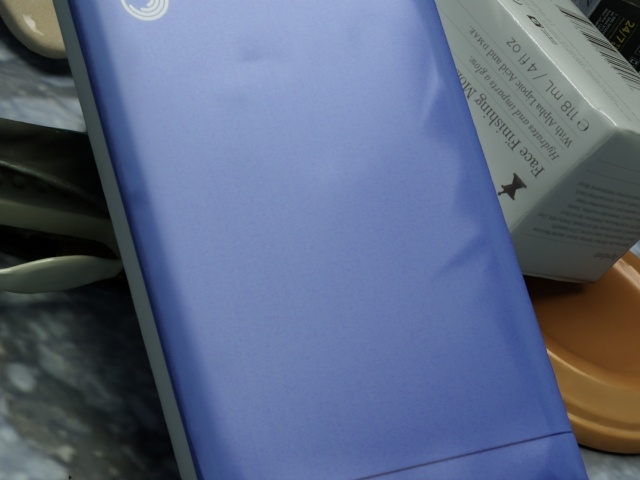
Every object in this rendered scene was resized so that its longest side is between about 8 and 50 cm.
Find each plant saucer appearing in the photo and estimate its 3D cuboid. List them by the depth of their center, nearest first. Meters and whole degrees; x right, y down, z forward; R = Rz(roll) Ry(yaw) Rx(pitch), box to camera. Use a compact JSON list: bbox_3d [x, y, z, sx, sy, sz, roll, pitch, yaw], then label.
[{"bbox_3d":[0.163,0.048,1.193,0.200,0.037,0.200,20,37,-16],"label":"plant saucer"}]

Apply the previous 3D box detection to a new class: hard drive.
[{"bbox_3d":[0.000,0.000,0.979,0.210,0.040,0.318,-10,74,-26],"label":"hard drive"}]

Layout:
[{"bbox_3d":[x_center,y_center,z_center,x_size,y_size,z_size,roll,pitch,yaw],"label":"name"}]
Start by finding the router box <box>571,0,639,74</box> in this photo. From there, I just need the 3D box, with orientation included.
[{"bbox_3d":[0.315,-0.210,1.576,0.243,0.081,0.309,23,37,-14],"label":"router box"}]

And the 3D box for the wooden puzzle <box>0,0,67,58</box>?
[{"bbox_3d":[-0.191,-0.313,1.246,0.348,0.080,0.322,56,41,-9],"label":"wooden puzzle"}]

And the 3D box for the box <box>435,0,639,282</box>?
[{"bbox_3d":[0.117,-0.079,1.132,0.181,0.119,0.182,51,21,23],"label":"box"}]

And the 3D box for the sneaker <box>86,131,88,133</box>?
[{"bbox_3d":[-0.016,-0.119,1.179,0.107,0.124,0.283,42,36,12],"label":"sneaker"}]

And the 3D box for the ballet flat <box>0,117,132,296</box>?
[{"bbox_3d":[-0.195,-0.028,0.970,0.280,0.095,0.096,12,52,-26],"label":"ballet flat"}]
